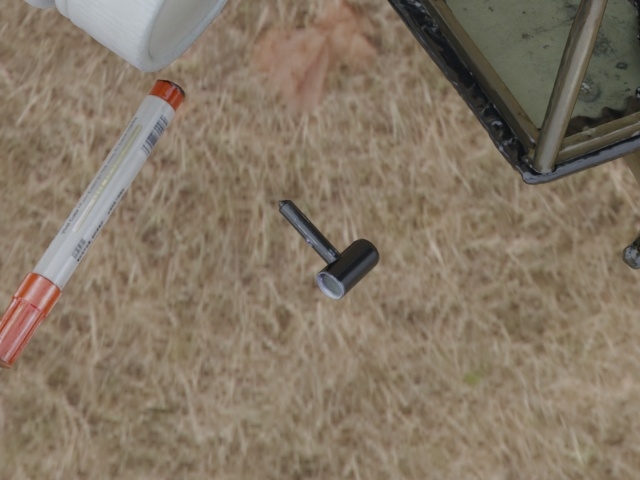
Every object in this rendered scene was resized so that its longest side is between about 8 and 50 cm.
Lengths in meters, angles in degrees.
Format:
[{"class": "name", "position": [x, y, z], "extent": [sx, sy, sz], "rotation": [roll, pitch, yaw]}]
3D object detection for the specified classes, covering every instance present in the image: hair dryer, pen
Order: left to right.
[{"class": "pen", "position": [-0.162, -0.015, 1.024], "extent": [0.028, 0.028, 0.239], "rotation": [36, 67, -15]}, {"class": "hair dryer", "position": [0.000, 0.000, 1.082], "extent": [0.083, 0.047, 0.026], "rotation": [45, 147, 5]}]

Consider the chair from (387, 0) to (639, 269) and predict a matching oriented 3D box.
[{"class": "chair", "position": [0.145, -0.119, 0.841], "extent": [0.166, 0.188, 0.272], "rotation": [-18, 145, -20]}]

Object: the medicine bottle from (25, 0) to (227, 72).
[{"class": "medicine bottle", "position": [-0.171, -0.225, 0.921], "extent": [0.252, 0.144, 0.144], "rotation": [40, 107, 7]}]
